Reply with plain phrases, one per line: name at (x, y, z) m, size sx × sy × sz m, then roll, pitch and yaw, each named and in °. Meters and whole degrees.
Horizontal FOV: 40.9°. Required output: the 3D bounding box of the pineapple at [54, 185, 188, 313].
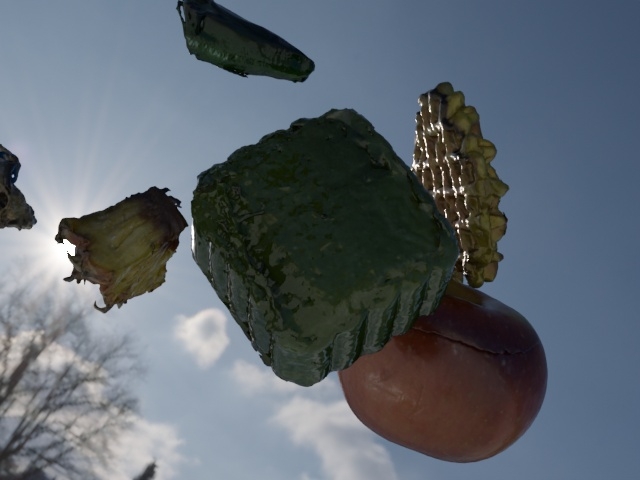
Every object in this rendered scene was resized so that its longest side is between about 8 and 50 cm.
pineapple at (-0.167, 0.003, 0.755) m, size 0.069 × 0.116 × 0.137 m, roll 47°, pitch 0°, yaw 11°

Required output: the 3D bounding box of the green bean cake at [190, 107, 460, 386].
green bean cake at (0.000, 0.000, 0.781) m, size 0.214 × 0.200 × 0.113 m, roll 52°, pitch -20°, yaw 22°

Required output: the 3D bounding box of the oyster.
oyster at (-0.506, -0.078, 1.148) m, size 0.083 × 0.214 × 0.223 m, roll 93°, pitch -22°, yaw -59°

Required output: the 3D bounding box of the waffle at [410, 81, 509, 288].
waffle at (0.180, -0.059, 1.160) m, size 0.058 × 0.281 × 0.301 m, roll -8°, pitch -21°, yaw -8°

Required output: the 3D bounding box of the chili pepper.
chili pepper at (-0.106, -0.281, 1.196) m, size 0.216 × 0.108 × 0.062 m, roll 22°, pitch -42°, yaw -25°

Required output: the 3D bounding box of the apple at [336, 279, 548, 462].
apple at (0.148, 0.155, 1.090) m, size 0.272 × 0.251 × 0.206 m, roll 18°, pitch -77°, yaw 8°
